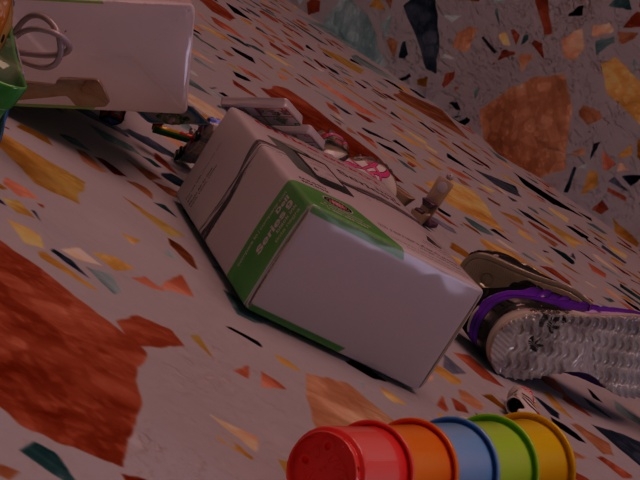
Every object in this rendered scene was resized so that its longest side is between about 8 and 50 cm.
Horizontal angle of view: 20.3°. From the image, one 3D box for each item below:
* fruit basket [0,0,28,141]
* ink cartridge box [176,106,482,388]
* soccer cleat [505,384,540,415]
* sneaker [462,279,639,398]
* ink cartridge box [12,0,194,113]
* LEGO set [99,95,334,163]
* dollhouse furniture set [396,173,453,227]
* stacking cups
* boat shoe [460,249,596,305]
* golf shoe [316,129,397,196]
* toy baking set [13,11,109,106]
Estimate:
[{"bbox_3d":[-0.273,-0.227,1.405,0.165,0.353,0.327,26,11,-21],"label":"fruit basket"},{"bbox_3d":[0.000,0.000,1.765,0.211,0.121,0.289,26,12,-27],"label":"ink cartridge box"},{"bbox_3d":[0.204,0.168,1.841,0.036,0.029,0.083,33,15,-20],"label":"soccer cleat"},{"bbox_3d":[0.281,0.100,2.087,0.293,0.102,0.146,12,15,-34],"label":"sneaker"},{"bbox_3d":[-0.252,-0.237,1.931,0.207,0.119,0.353,2,17,-10],"label":"ink cartridge box"},{"bbox_3d":[-0.111,-0.129,1.947,0.244,0.060,0.182,3,-20,23],"label":"LEGO set"},{"bbox_3d":[0.134,-0.084,2.609,0.114,0.081,0.091,36,11,17],"label":"dollhouse furniture set"},{"bbox_3d":[0.088,0.178,1.338,0.096,0.096,0.316,38,16,27],"label":"stacking cups"},{"bbox_3d":[0.289,0.082,2.304,0.233,0.084,0.079,31,11,10],"label":"boat shoe"},{"bbox_3d":[0.042,-0.078,2.417,0.186,0.067,0.086,27,43,-47],"label":"golf shoe"},{"bbox_3d":[-0.318,-0.186,1.635,0.256,0.197,0.030,45,53,-12],"label":"toy baking set"}]
